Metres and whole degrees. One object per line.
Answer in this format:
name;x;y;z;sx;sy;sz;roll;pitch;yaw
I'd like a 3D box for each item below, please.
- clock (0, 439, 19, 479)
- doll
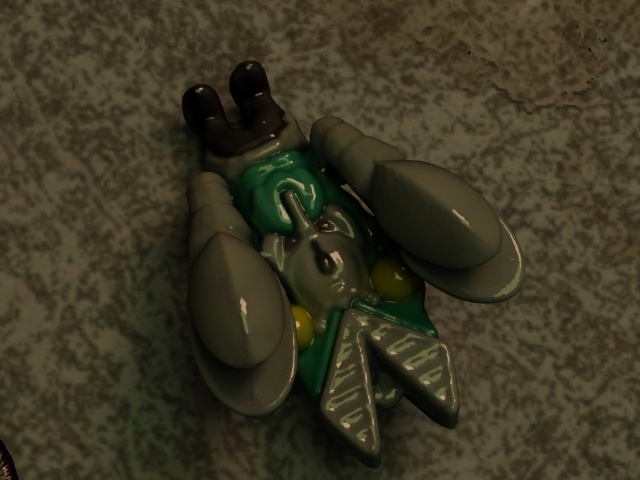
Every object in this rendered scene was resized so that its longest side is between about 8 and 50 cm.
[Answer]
clock;-0.271;0.109;1.099;0.194;0.100;0.195;-11;73;-14
doll;-0.014;0.015;1.178;0.258;0.153;0.195;33;79;16
